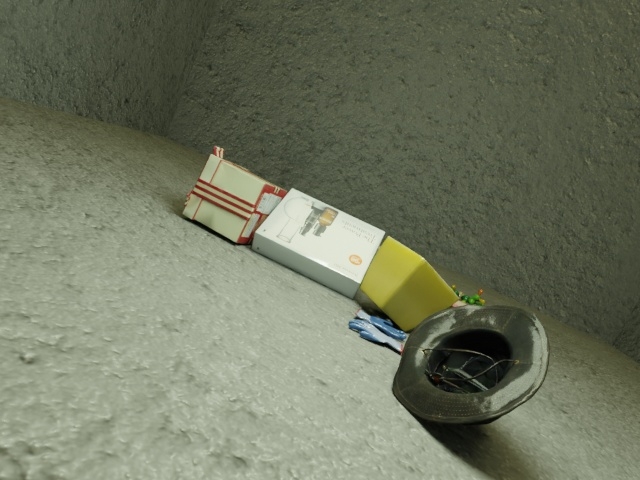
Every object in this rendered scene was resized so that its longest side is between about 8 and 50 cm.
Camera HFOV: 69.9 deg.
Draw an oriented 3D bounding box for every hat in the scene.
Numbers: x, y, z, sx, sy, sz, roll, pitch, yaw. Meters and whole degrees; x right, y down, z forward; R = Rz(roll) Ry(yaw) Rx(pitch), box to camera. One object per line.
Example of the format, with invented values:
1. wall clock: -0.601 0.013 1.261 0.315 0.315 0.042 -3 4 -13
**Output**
1. hat: 0.317 0.274 0.933 0.133 0.332 0.331 62 -5 -21

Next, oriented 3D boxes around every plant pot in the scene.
1. plant pot: 0.251 0.147 1.405 0.212 0.187 0.212 44 -1 -28

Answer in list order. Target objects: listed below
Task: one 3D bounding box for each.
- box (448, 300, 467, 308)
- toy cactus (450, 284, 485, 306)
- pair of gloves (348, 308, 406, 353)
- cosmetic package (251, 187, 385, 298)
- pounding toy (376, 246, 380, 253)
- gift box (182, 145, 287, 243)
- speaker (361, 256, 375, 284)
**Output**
1. box: 0.441 0.276 1.459 0.149 0.126 0.232 26 9 6
2. toy cactus: 0.728 0.282 2.333 0.219 0.112 0.180 14 1 -12
3. pair of gloves: 0.157 0.243 1.241 0.159 0.023 0.198 28 10 9
4. cosmetic package: 0.000 0.000 1.566 0.378 0.097 0.284 25 46 6
5. pounding toy: 0.207 0.093 1.904 0.155 0.154 0.269 20 29 -29
6. gift box: -0.301 -0.151 1.561 0.258 0.255 0.276 28 1 15
7. speaker: 0.145 0.094 1.743 0.297 0.131 0.131 25 9 6
